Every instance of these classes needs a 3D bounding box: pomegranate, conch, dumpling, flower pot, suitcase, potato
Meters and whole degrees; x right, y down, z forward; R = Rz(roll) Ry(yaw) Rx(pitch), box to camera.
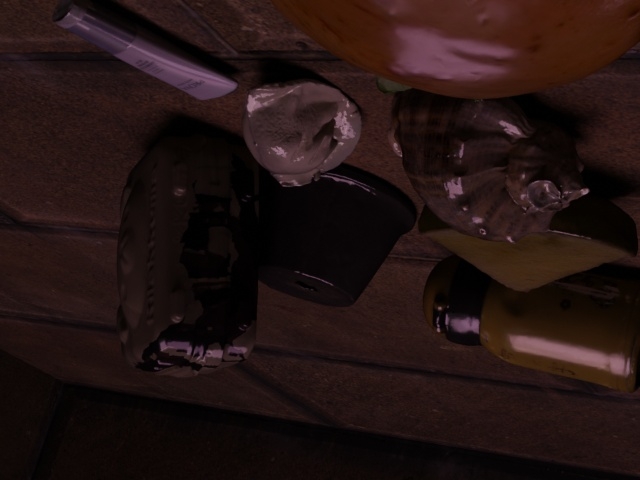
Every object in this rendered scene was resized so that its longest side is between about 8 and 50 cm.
[{"bbox_3d":[0.090,-0.295,0.979,0.410,0.410,0.410,15,162,5],"label":"pomegranate"},{"bbox_3d":[0.186,-0.085,1.798,0.291,0.159,0.210,5,160,37],"label":"conch"},{"bbox_3d":[-0.023,-0.148,1.914,0.155,0.111,0.181,-15,169,-2],"label":"dumpling"},{"bbox_3d":[0.000,0.000,2.224,0.269,0.166,0.269,13,162,4],"label":"flower pot"},{"bbox_3d":[-0.216,0.035,2.219,0.193,0.352,0.339,5,168,-19],"label":"suitcase"},{"bbox_3d":[0.311,-0.021,1.967,0.255,0.112,0.269,-3,160,40],"label":"potato"}]

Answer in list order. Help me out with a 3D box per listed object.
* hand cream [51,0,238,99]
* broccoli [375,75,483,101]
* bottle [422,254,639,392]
[{"bbox_3d":[-0.220,-0.242,1.877,0.255,0.048,0.079,27,158,-32],"label":"hand cream"},{"bbox_3d":[0.111,-0.223,1.479,0.195,0.156,0.195,22,134,24],"label":"broccoli"},{"bbox_3d":[0.328,0.110,2.257,0.351,0.172,0.171,13,162,19],"label":"bottle"}]
